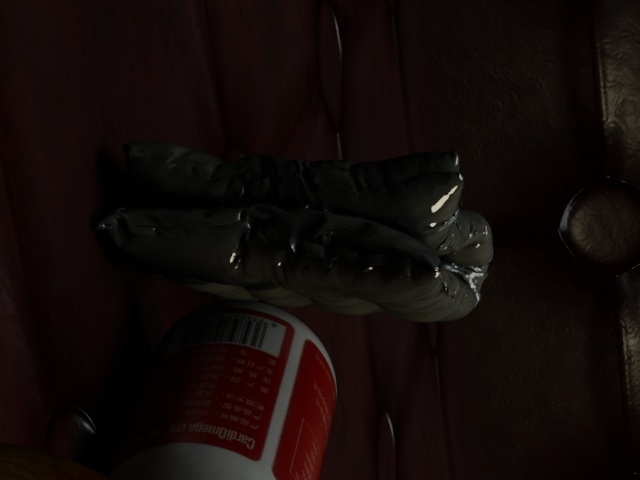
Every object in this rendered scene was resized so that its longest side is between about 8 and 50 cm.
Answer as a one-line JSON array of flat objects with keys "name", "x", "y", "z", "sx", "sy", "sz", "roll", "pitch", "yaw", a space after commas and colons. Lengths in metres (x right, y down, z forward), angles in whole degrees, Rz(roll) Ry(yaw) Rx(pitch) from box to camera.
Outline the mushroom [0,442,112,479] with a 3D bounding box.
[{"name": "mushroom", "x": -0.136, "y": 0.242, "z": 0.728, "sx": 0.345, "sy": 0.259, "sz": 0.345, "roll": 62, "pitch": -6, "yaw": 11}]

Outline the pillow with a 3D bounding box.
[{"name": "pillow", "x": 0.000, "y": 0.000, "z": 1.329, "sx": 0.326, "sy": 0.228, "sz": 0.101, "roll": 40, "pitch": 57, "yaw": -77}]

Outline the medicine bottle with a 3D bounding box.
[{"name": "medicine bottle", "x": -0.066, "y": 0.149, "z": 1.196, "sx": 0.250, "sy": 0.131, "sz": 0.131, "roll": -74, "pitch": 157, "yaw": -59}]
